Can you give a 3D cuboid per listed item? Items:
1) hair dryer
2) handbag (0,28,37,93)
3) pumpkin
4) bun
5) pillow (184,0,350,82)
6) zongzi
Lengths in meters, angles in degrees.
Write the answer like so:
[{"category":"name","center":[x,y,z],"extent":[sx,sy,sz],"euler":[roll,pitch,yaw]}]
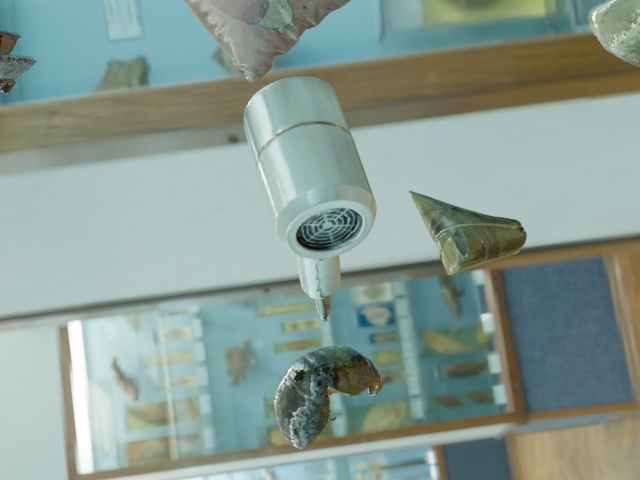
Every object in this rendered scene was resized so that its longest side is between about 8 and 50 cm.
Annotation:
[{"category":"hair dryer","center":[0.000,0.000,1.238],"extent":[0.357,0.107,0.173],"euler":[81,174,-54]},{"category":"handbag","center":[-0.569,-0.214,1.670],"extent":[0.084,0.260,0.275],"euler":[49,-170,-3]},{"category":"pumpkin","center":[0.002,0.225,1.742],"extent":[0.119,0.183,0.107],"euler":[28,151,53]},{"category":"bun","center":[0.472,-0.303,1.589],"extent":[0.166,0.173,0.113],"euler":[-17,89,43]},{"category":"pillow","center":[-0.086,-0.363,1.530],"extent":[0.223,0.236,0.084],"euler":[49,-160,-13]},{"category":"zongzi","center":[0.123,-0.017,0.934],"extent":[0.083,0.076,0.040],"euler":[61,154,28]}]
